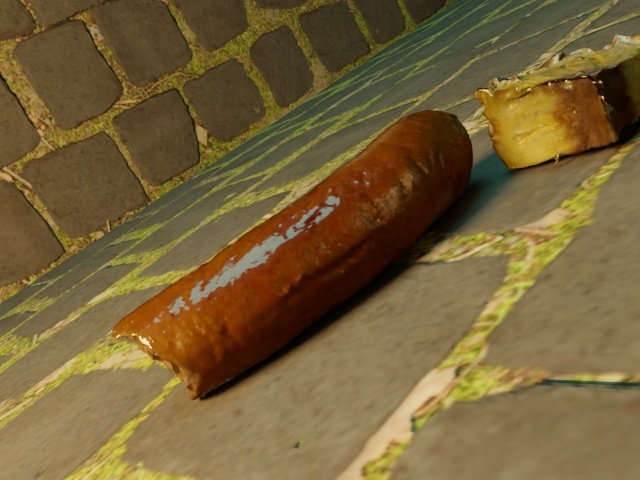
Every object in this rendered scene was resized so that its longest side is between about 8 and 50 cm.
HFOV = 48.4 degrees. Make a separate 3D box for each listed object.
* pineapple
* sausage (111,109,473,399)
[{"bbox_3d":[0.182,-0.101,0.492,0.137,0.069,0.116,-26,14,10],"label":"pineapple"},{"bbox_3d":[0.003,0.000,0.488,0.302,0.076,0.103,-36,17,-20],"label":"sausage"}]
